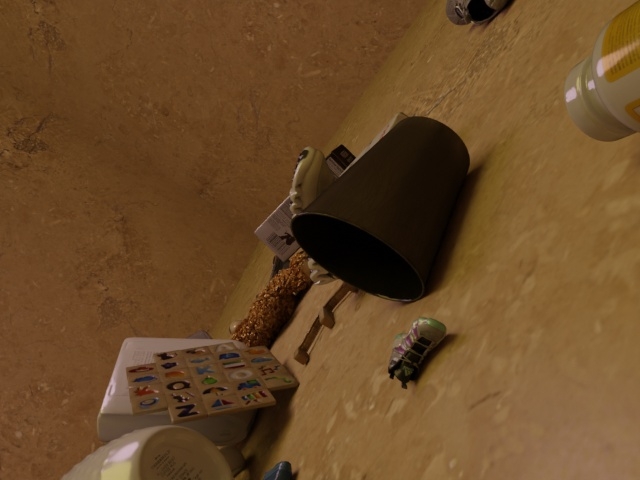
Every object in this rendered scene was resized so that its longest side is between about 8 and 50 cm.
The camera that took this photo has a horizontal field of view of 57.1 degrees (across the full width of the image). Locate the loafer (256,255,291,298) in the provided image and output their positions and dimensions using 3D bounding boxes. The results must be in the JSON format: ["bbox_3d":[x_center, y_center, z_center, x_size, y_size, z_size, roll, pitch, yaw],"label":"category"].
[{"bbox_3d":[-0.152,0.163,1.716,0.096,0.084,0.267,-44,17,57],"label":"loafer"}]

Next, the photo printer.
[{"bbox_3d":[-0.283,0.314,1.243,0.256,0.308,0.107,-100,14,-60],"label":"photo printer"}]

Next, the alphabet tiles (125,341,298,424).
[{"bbox_3d":[-0.213,0.257,1.109,0.343,0.286,0.011,-160,65,-68],"label":"alphabet tiles"}]

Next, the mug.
[{"bbox_3d":[-0.270,0.446,0.955,0.328,0.276,0.374,-47,-18,23],"label":"mug"}]

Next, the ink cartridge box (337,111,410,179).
[{"bbox_3d":[0.096,-0.081,1.102,0.196,0.114,0.273,-62,9,-28],"label":"ink cartridge box"}]

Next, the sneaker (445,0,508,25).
[{"bbox_3d":[0.344,-0.539,1.329,0.115,0.105,0.281,-58,9,-2],"label":"sneaker"}]

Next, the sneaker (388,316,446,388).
[{"bbox_3d":[0.101,0.127,0.636,0.098,0.038,0.069,118,177,-58],"label":"sneaker"}]

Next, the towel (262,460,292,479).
[{"bbox_3d":[-0.070,0.360,0.788,0.067,0.029,0.119,-51,11,41],"label":"towel"}]

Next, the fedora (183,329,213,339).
[{"bbox_3d":[-0.289,0.324,1.479,0.124,0.275,0.243,-35,-17,-13],"label":"fedora"}]

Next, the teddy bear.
[{"bbox_3d":[-0.130,0.163,1.522,0.337,0.113,0.245,-55,7,17],"label":"teddy bear"}]

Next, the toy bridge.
[{"bbox_3d":[0.011,0.142,1.096,0.188,0.026,0.063,-56,8,10],"label":"toy bridge"}]

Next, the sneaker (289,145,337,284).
[{"bbox_3d":[0.026,-0.035,0.946,0.292,0.119,0.110,73,-154,-50],"label":"sneaker"}]

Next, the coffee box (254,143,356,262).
[{"bbox_3d":[-0.017,-0.099,1.538,0.297,0.119,0.168,-45,2,18],"label":"coffee box"}]

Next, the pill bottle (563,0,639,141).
[{"bbox_3d":[0.263,-0.134,0.412,0.103,0.103,0.184,-61,10,-16],"label":"pill bottle"}]

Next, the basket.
[{"bbox_3d":[0.103,-0.056,0.828,0.226,0.205,0.154,-54,-26,-27],"label":"basket"}]
